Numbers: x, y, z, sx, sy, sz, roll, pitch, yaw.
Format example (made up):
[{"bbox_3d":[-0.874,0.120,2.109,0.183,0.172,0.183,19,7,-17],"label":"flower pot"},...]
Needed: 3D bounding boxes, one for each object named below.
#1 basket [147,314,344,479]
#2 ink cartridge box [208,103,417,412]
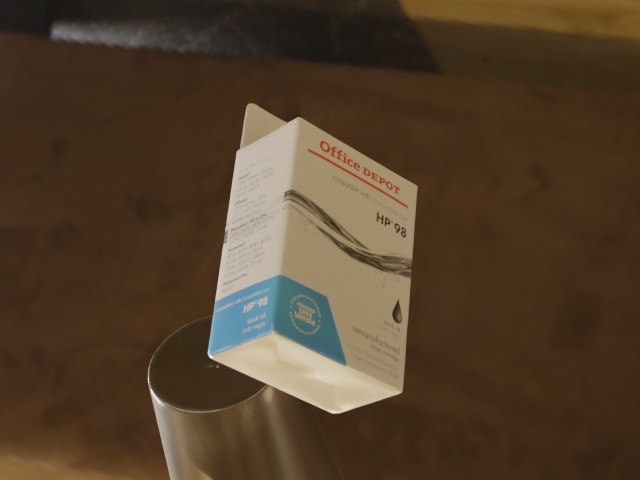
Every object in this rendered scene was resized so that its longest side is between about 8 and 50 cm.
[{"bbox_3d":[-0.073,0.192,1.360,0.154,0.204,0.227,5,131,22],"label":"basket"},{"bbox_3d":[0.000,0.000,0.868,0.104,0.180,0.060,28,144,-34],"label":"ink cartridge box"}]
